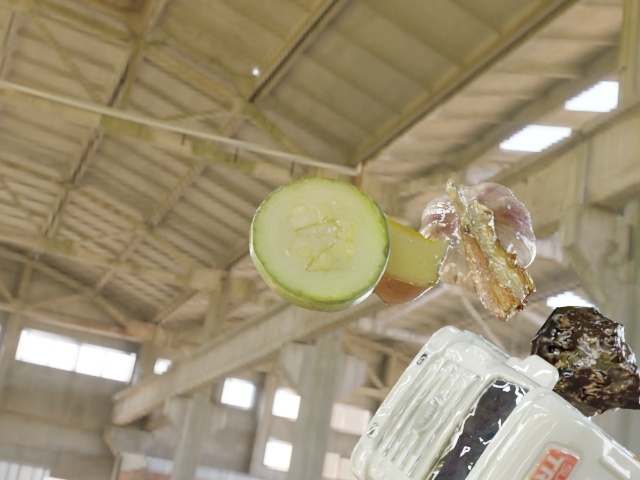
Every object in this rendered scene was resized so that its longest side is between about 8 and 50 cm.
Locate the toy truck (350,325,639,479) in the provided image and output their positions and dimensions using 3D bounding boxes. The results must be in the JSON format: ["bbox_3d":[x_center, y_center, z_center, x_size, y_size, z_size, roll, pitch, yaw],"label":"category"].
[{"bbox_3d":[0.222,0.240,0.879,0.387,0.173,0.207,37,-6,-29],"label":"toy truck"}]

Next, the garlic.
[{"bbox_3d":[0.304,-0.040,2.146,0.245,0.245,0.253,2,-34,21],"label":"garlic"}]

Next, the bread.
[{"bbox_3d":[0.130,0.035,1.993,0.160,0.140,0.169,30,-30,-10],"label":"bread"}]

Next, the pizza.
[{"bbox_3d":[0.236,0.038,1.390,0.062,0.161,0.182,-22,-59,-1],"label":"pizza"}]

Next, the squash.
[{"bbox_3d":[0.000,0.000,1.863,0.252,0.252,0.049,11,-24,-6],"label":"squash"}]

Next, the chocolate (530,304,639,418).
[{"bbox_3d":[0.541,0.232,1.979,0.177,0.206,0.224,6,-40,55],"label":"chocolate"}]
